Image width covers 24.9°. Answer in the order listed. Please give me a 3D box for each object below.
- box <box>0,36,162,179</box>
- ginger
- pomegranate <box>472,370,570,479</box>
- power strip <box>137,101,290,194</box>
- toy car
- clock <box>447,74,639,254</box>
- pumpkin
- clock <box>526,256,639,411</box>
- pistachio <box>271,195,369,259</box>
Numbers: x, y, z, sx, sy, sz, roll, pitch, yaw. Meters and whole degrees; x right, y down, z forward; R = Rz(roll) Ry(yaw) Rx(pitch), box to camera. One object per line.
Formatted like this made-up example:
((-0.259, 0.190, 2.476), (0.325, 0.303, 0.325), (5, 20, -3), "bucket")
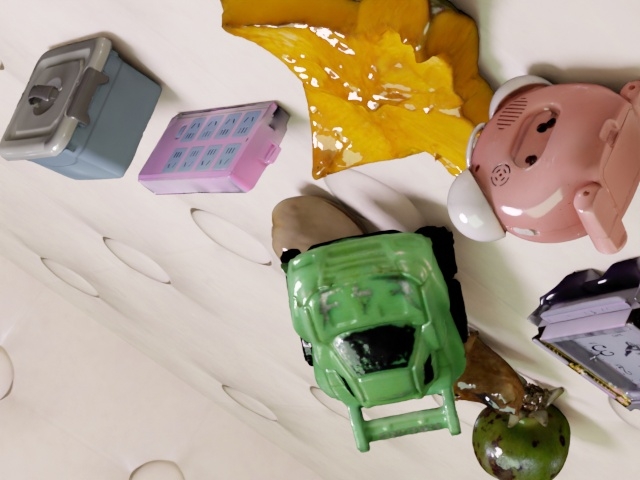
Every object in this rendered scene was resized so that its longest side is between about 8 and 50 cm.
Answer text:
((-0.309, -0.162, 1.843), (0.130, 0.162, 0.227), (28, 166, -28), "box")
((0.138, 0.135, 1.989), (0.309, 0.107, 0.133), (35, 139, -9), "ginger")
((0.285, 0.276, 2.069), (0.148, 0.148, 0.169), (21, 153, 31), "pomegranate")
((-0.133, -0.109, 1.759), (0.037, 0.109, 0.279), (38, 162, -27), "power strip")
((0.077, 0.119, 1.792), (0.213, 0.176, 0.359), (-10, 153, 5), "toy car")
((0.193, -0.073, 1.235), (0.162, 0.166, 0.093), (7, 150, 39), "clock")
((0.060, -0.146, 1.365), (0.290, 0.095, 0.258), (10, 148, 42), "pumpkin")
((0.357, 0.109, 1.576), (0.186, 0.083, 0.253), (35, 163, -12), "clock")
((0.000, 0.000, 1.862), (0.149, 0.113, 0.113), (20, 166, -18), "pistachio")
